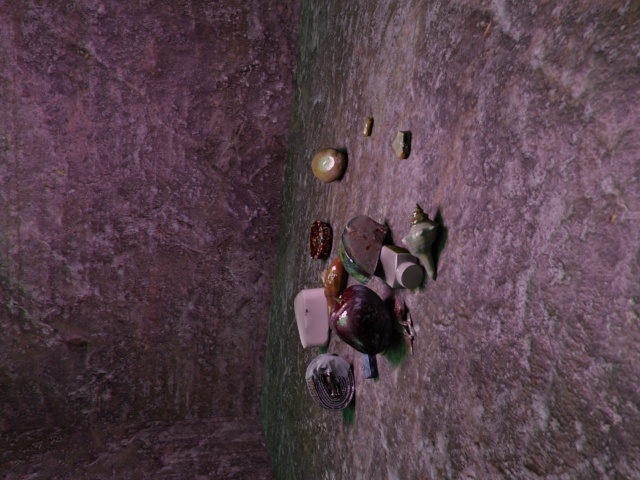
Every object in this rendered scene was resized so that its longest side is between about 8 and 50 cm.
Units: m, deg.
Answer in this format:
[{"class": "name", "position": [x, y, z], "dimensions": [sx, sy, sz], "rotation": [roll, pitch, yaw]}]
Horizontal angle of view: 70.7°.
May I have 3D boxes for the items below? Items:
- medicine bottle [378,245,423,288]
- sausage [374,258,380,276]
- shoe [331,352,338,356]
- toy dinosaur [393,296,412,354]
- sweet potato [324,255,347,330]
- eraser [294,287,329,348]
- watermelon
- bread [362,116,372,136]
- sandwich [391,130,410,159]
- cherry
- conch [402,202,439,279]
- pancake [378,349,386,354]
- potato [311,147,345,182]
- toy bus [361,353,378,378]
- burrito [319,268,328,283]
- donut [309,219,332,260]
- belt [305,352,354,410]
[{"class": "medicine bottle", "position": [0.285, 0.102, 1.618], "dimensions": [0.188, 0.088, 0.132], "rotation": [-139, 55, -68]}, {"class": "sausage", "position": [0.240, 0.112, 1.812], "dimensions": [0.054, 0.058, 0.094], "rotation": [63, 147, 24]}, {"class": "shoe", "position": [0.069, 0.646, 2.275], "dimensions": [0.179, 0.049, 0.071], "rotation": [-105, 26, -45]}, {"class": "toy dinosaur", "position": [0.300, 0.307, 1.634], "dimensions": [0.108, 0.032, 0.220], "rotation": [129, 132, -56]}, {"class": "sweet potato", "position": [0.067, 0.262, 2.264], "dimensions": [0.109, 0.109, 0.386], "rotation": [-136, 50, -67]}, {"class": "eraser", "position": [-0.053, 0.397, 2.519], "dimensions": [0.331, 0.149, 0.332], "rotation": [175, 90, -75]}, {"class": "watermelon", "position": [0.164, 0.049, 1.755], "dimensions": [0.180, 0.224, 0.305], "rotation": [-15, 34, 29]}, {"class": "bread", "position": [0.215, -0.514, 2.049], "dimensions": [0.049, 0.033, 0.088], "rotation": [-95, 17, -73]}, {"class": "sandwich", "position": [0.311, -0.363, 1.709], "dimensions": [0.093, 0.035, 0.105], "rotation": [117, 150, -51]}, {"class": "cherry", "position": [0.152, 0.297, 1.717], "dimensions": [0.218, 0.296, 0.255], "rotation": [-41, 10, 7]}, {"class": "conch", "position": [0.323, -0.003, 1.493], "dimensions": [0.137, 0.114, 0.234], "rotation": [-96, 9, -70]}, {"class": "pancake", "position": [0.243, 0.408, 1.819], "dimensions": [0.108, 0.017, 0.108], "rotation": [-175, 90, -69]}, {"class": "potato", "position": [0.043, -0.400, 2.386], "dimensions": [0.178, 0.160, 0.235], "rotation": [56, 146, -7]}, {"class": "toy bus", "position": [0.202, 0.490, 1.885], "dimensions": [0.065, 0.047, 0.166], "rotation": [131, 137, -56]}, {"class": "burrito", "position": [0.043, 0.231, 2.412], "dimensions": [0.058, 0.063, 0.230], "rotation": [-63, 30, 33]}, {"class": "donut", "position": [0.000, 0.000, 2.548], "dimensions": [0.235, 0.089, 0.235], "rotation": [-176, 90, -73]}, {"class": "belt", "position": [0.045, 0.652, 2.091], "dimensions": [0.150, 0.206, 0.258], "rotation": [-40, 66, 66]}]
